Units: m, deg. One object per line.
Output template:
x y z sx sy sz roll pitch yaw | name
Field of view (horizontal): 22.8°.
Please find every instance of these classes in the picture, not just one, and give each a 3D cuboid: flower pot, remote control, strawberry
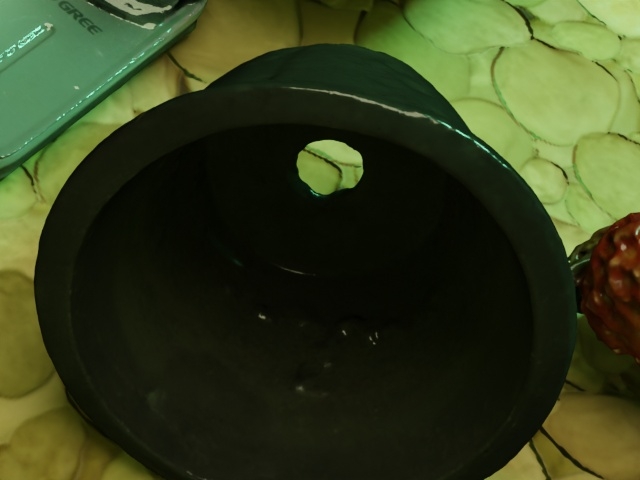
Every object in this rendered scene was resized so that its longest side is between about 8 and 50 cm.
0.000 0.000 0.835 0.269 0.269 0.166 18 35 -4 | flower pot
-0.165 -0.119 0.953 0.104 0.052 0.247 41 57 10 | remote control
0.255 0.037 0.888 0.236 0.175 0.106 -13 60 23 | strawberry
